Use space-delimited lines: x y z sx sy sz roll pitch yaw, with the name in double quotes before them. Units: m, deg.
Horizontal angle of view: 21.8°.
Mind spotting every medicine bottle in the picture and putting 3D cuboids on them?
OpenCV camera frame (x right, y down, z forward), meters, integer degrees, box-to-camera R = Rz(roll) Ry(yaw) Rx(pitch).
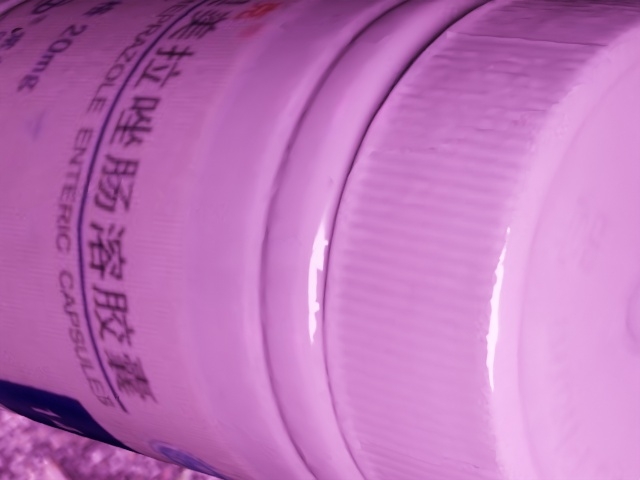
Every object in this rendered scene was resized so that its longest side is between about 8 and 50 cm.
"medicine bottle" 0.000 0.000 0.618 0.190 0.332 0.189 -9 102 -46
